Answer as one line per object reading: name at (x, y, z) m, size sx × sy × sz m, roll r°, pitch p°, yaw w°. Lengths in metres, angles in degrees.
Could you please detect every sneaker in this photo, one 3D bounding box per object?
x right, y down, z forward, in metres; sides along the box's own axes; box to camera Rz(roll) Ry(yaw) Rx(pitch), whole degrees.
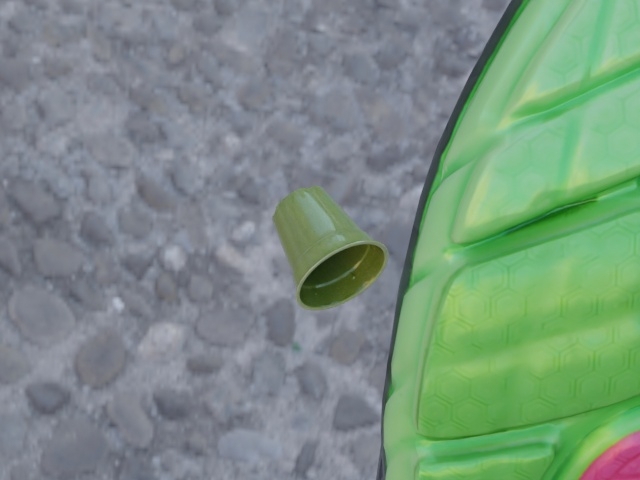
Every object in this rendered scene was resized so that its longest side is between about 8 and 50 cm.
sneaker at (0.089, 0.056, 0.555) m, size 0.185 × 0.483 × 0.202 m, roll -1°, pitch 40°, yaw -12°

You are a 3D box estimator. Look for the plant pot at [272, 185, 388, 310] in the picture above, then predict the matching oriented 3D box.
plant pot at (0.000, 0.000, 1.197) m, size 0.083 × 0.083 × 0.079 m, roll -18°, pitch 58°, yaw -22°
